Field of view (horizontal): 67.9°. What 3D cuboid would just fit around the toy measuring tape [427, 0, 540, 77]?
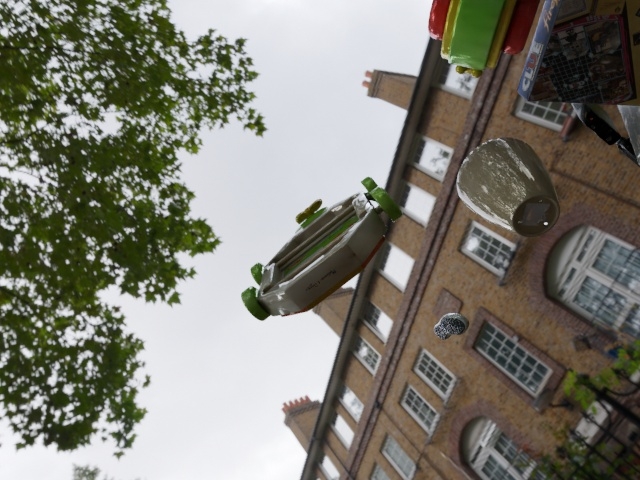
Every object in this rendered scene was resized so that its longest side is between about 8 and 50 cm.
[{"bbox_3d":[0.172,-0.272,0.472,0.121,0.121,0.330,-41,-20,-8],"label":"toy measuring tape"}]

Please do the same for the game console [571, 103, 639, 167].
[{"bbox_3d":[0.869,-0.293,1.373,0.044,0.361,0.213,-48,8,36],"label":"game console"}]

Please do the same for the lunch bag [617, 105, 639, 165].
[{"bbox_3d":[0.708,-0.298,0.854,0.287,0.235,0.169,-14,-17,16],"label":"lunch bag"}]

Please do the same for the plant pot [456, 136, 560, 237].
[{"bbox_3d":[0.555,-0.129,1.359,0.257,0.274,0.256,-1,-60,-2],"label":"plant pot"}]

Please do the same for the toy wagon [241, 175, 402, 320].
[{"bbox_3d":[0.000,0.000,0.802,0.267,0.344,0.068,-38,-77,8],"label":"toy wagon"}]

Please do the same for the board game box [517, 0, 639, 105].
[{"bbox_3d":[0.415,-0.271,0.651,0.243,0.042,0.165,1,-54,-7],"label":"board game box"}]

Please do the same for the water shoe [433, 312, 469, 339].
[{"bbox_3d":[0.415,0.250,1.476,0.080,0.073,0.203,-37,-10,-20],"label":"water shoe"}]
